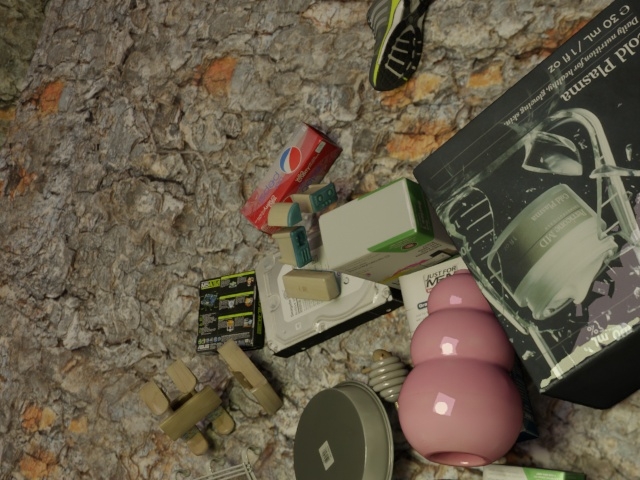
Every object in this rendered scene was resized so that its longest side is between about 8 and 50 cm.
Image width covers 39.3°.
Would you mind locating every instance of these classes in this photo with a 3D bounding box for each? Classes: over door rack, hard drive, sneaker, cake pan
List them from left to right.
[{"bbox_3d":[-0.177,0.623,1.929,0.239,0.108,0.324,-26,76,31],"label":"over door rack"},{"bbox_3d":[0.011,0.091,1.963,0.339,0.064,0.237,-27,60,31],"label":"hard drive"},{"bbox_3d":[0.035,0.424,1.786,0.293,0.054,0.293,-21,64,53],"label":"cake pan"},{"bbox_3d":[0.159,-0.470,2.009,0.121,0.111,0.300,1,71,50],"label":"sneaker"}]

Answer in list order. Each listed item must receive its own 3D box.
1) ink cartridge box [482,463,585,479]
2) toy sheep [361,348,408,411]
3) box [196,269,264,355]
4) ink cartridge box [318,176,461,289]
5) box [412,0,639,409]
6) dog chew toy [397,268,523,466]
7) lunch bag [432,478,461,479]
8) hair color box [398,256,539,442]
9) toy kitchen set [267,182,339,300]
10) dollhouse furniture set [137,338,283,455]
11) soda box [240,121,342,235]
[{"bbox_3d":[0.359,0.496,1.532,0.154,0.093,0.212,-3,76,38],"label":"ink cartridge box"},{"bbox_3d":[0.136,0.279,1.789,0.091,0.091,0.132,-28,75,30],"label":"toy sheep"},{"bbox_3d":[-0.213,0.173,2.130,0.191,0.045,0.184,-13,66,37],"label":"box"},{"bbox_3d":[0.164,-0.004,1.728,0.201,0.278,0.117,-25,65,31],"label":"ink cartridge box"},{"bbox_3d":[0.490,-0.053,1.474,0.480,0.297,0.471,-41,56,22],"label":"box"},{"bbox_3d":[0.241,0.206,1.517,0.207,0.207,0.331,-13,57,36],"label":"dog chew toy"},{"bbox_3d":[0.209,0.492,1.613,0.151,0.129,0.096,10,119,53],"label":"lunch bag"},{"bbox_3d":[0.272,0.213,1.670,0.174,0.105,0.347,-20,64,21],"label":"hair color box"},{"bbox_3d":[0.000,0.000,1.920,0.122,0.166,0.207,3,114,40],"label":"toy kitchen set"},{"bbox_3d":[-0.234,0.363,1.981,0.242,0.212,0.161,-39,49,-10],"label":"dollhouse furniture set"},{"bbox_3d":[-0.069,-0.139,2.087,0.263,0.083,0.092,-55,50,11],"label":"soda box"}]
